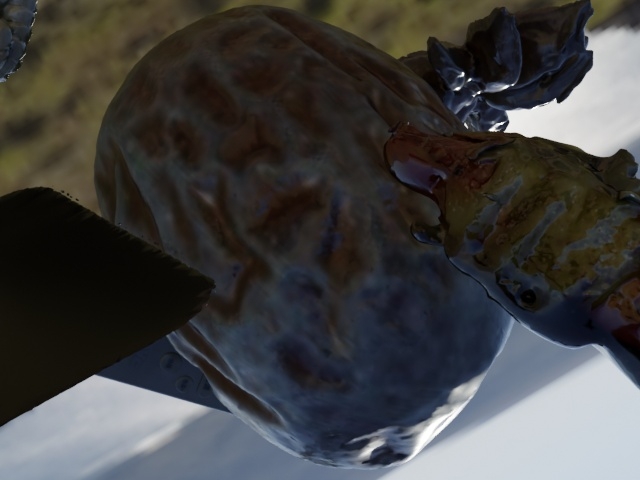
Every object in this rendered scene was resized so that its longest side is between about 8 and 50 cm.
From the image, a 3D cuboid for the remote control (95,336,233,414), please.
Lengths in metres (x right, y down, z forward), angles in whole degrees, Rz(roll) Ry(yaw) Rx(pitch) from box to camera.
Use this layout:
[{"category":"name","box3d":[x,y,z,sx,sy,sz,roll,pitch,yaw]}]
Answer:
[{"category":"remote control","box3d":[-0.082,0.087,1.375,0.050,0.184,0.027,-67,-160,12]}]

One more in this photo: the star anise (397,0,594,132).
[{"category":"star anise","box3d":[0.113,-0.108,1.435,0.182,0.065,0.195,-19,163,2]}]

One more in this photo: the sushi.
[{"category":"sushi","box3d":[0.135,-0.005,1.065,0.097,0.226,0.103,-61,167,27]}]

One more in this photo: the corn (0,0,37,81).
[{"category":"corn","box3d":[-0.175,-0.176,0.984,0.087,0.210,0.087,5,165,1]}]

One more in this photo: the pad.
[{"category":"pad","box3d":[-0.202,0.092,0.742,0.323,0.055,0.250,-46,-155,-9]}]

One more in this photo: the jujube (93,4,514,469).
[{"category":"jujube","box3d":[-0.007,0.004,1.277,0.215,0.308,0.246,-14,135,-43]}]
